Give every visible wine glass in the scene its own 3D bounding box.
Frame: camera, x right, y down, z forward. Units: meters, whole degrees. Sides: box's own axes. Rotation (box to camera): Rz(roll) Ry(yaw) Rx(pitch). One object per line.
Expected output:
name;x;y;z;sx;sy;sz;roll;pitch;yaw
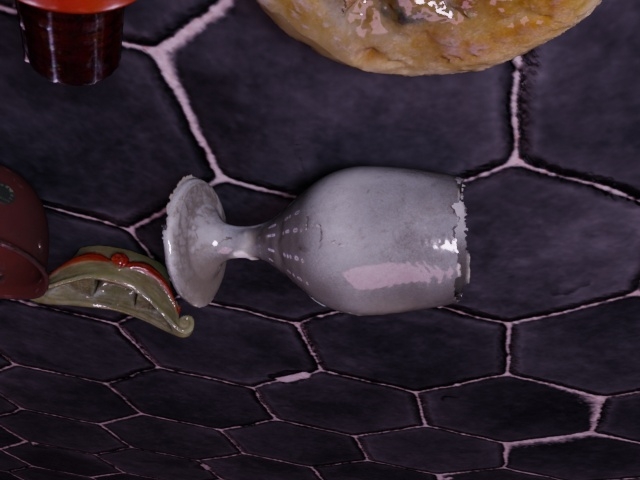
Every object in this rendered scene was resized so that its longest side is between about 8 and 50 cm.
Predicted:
wine glass;0.000;0.000;0.574;0.241;0.126;0.126;-2;146;17

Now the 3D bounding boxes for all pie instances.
pie;0.069;-0.162;0.375;0.185;0.052;0.218;17;149;-23

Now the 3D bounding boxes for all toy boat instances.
toy boat;-0.223;0.052;0.750;0.185;0.071;0.089;15;147;-10

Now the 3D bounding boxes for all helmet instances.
helmet;-0.325;-0.015;0.634;0.175;0.106;0.155;-23;142;37

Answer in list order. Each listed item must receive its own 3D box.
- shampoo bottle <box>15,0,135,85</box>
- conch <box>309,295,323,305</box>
shampoo bottle;-0.122;-0.186;0.327;0.104;0.104;0.278;14;147;-9
conch;0.018;0.029;0.678;0.076;0.056;0.085;11;121;26
